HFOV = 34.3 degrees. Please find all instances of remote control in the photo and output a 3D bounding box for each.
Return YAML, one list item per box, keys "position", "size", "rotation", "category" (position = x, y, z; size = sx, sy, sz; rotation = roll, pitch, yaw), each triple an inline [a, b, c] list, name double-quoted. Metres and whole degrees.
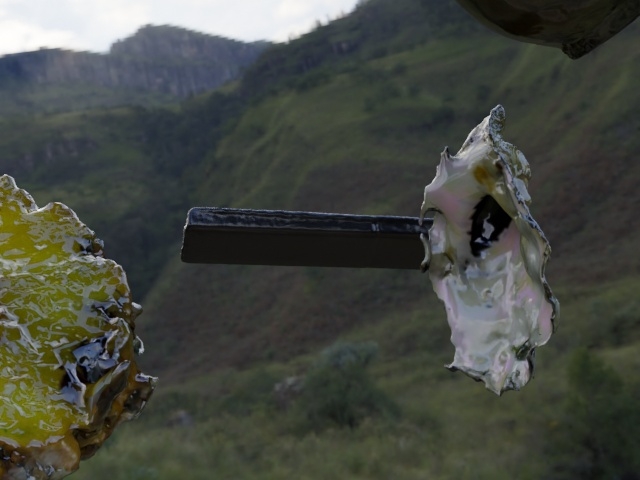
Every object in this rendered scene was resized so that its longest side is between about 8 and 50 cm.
- position: [0.000, 0.000, 0.919]
  size: [0.245, 0.025, 0.063]
  rotation: [2, -43, -12]
  category: "remote control"

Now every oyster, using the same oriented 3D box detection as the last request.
- position: [0.137, 0.014, 0.809]
  size: [0.072, 0.209, 0.133]
  rotation: [2, -35, -37]
  category: "oyster"

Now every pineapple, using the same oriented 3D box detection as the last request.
- position: [-0.194, 0.066, 0.612]
  size: [0.334, 0.158, 0.161]
  rotation: [31, 28, 34]
  category: "pineapple"

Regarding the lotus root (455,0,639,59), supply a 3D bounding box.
- position: [0.116, -0.286, 0.669]
  size: [0.250, 0.346, 0.250]
  rotation: [-36, 13, 9]
  category: "lotus root"
